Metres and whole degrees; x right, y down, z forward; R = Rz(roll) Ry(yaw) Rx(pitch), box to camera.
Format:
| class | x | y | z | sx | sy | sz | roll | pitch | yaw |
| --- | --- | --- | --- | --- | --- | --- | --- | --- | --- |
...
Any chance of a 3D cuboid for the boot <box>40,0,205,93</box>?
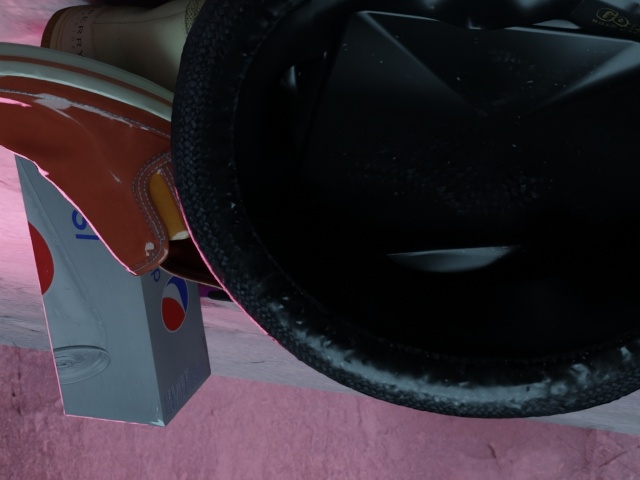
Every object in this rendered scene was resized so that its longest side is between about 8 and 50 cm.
| class | x | y | z | sx | sy | sz | roll | pitch | yaw |
| --- | --- | --- | --- | --- | --- | --- | --- | --- | --- |
| boot | -0.035 | -0.100 | 1.004 | 0.203 | 0.095 | 0.262 | -4 | 156 | 45 |

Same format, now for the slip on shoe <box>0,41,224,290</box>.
| class | x | y | z | sx | sy | sz | roll | pitch | yaw |
| --- | --- | --- | --- | --- | --- | --- | --- | --- | --- |
| slip on shoe | -0.113 | -0.032 | 0.955 | 0.331 | 0.101 | 0.123 | 29 | 160 | -22 |

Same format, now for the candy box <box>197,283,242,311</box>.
| class | x | y | z | sx | sy | sz | roll | pitch | yaw |
| --- | --- | --- | --- | --- | --- | --- | --- | --- | --- |
| candy box | -0.015 | -0.015 | 1.224 | 0.233 | 0.159 | 0.071 | 6 | 170 | 18 |

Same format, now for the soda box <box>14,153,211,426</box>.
| class | x | y | z | sx | sy | sz | roll | pitch | yaw |
| --- | --- | --- | --- | --- | --- | --- | --- | --- | --- |
| soda box | -0.164 | 0.002 | 1.145 | 0.098 | 0.286 | 0.091 | 5 | -153 | 21 |

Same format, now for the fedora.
| class | x | y | z | sx | sy | sz | roll | pitch | yaw |
| --- | --- | --- | --- | --- | --- | --- | --- | --- | --- |
| fedora | 0.090 | -0.062 | 0.819 | 0.334 | 0.334 | 0.152 | 9 | -161 | 3 |
